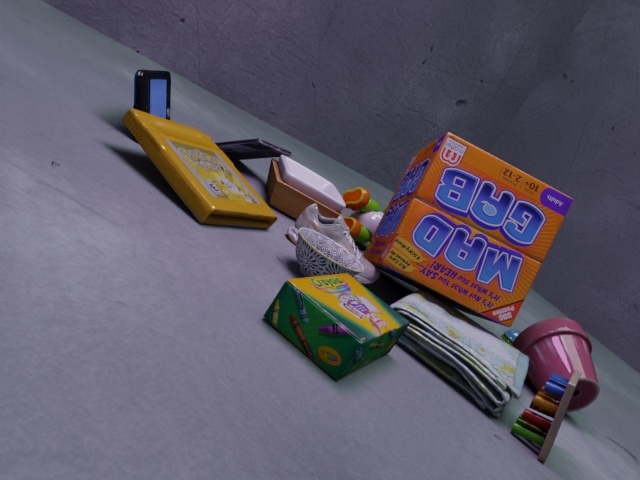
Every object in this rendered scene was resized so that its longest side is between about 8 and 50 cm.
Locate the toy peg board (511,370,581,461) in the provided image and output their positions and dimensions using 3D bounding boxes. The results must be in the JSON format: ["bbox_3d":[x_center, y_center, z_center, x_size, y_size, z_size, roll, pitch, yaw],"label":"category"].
[{"bbox_3d":[0.451,0.334,1.215,0.079,0.160,0.161,21,7,26],"label":"toy peg board"}]

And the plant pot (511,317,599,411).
[{"bbox_3d":[0.618,0.331,1.563,0.201,0.201,0.180,27,29,-22],"label":"plant pot"}]

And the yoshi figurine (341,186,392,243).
[{"bbox_3d":[0.221,-0.021,1.913,0.362,0.203,0.203,30,30,-40],"label":"yoshi figurine"}]

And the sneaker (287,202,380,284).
[{"bbox_3d":[0.050,0.007,1.519,0.262,0.121,0.099,33,14,0],"label":"sneaker"}]

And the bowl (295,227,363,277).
[{"bbox_3d":[0.005,0.050,1.344,0.170,0.080,0.170,31,14,-8],"label":"bowl"}]

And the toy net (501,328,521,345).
[{"bbox_3d":[0.638,0.344,1.856,0.122,0.045,0.232,33,14,-6],"label":"toy net"}]

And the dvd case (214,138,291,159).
[{"bbox_3d":[-0.228,-0.288,1.925,0.221,0.018,0.164,2,-6,34],"label":"dvd case"}]

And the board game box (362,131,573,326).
[{"bbox_3d":[0.368,-0.023,1.624,0.356,0.356,0.356,27,-3,-3],"label":"board game box"}]

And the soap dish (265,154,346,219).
[{"bbox_3d":[-0.054,-0.141,1.829,0.229,0.118,0.291,29,14,-16],"label":"soap dish"}]

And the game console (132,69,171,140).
[{"bbox_3d":[-0.381,-0.324,1.636,0.173,0.250,0.293,5,15,-2],"label":"game console"}]

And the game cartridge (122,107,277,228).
[{"bbox_3d":[-0.270,-0.161,1.403,0.323,0.053,0.285,51,18,17],"label":"game cartridge"}]

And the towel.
[{"bbox_3d":[0.319,0.235,1.394,0.320,0.090,0.374,37,13,17],"label":"towel"}]

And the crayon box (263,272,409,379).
[{"bbox_3d":[0.039,0.142,1.083,0.165,0.081,0.278,38,14,19],"label":"crayon box"}]
